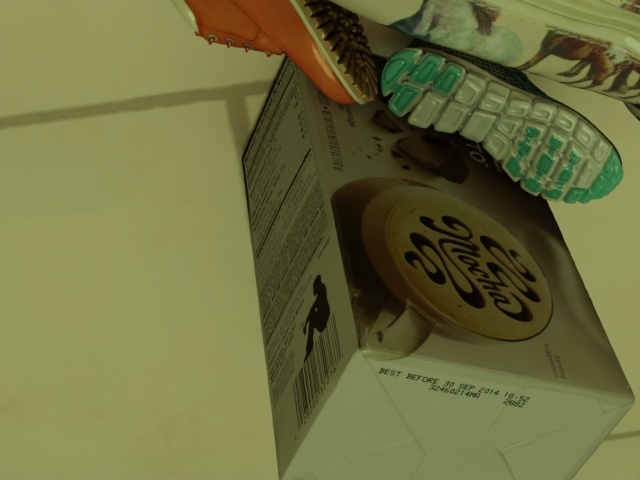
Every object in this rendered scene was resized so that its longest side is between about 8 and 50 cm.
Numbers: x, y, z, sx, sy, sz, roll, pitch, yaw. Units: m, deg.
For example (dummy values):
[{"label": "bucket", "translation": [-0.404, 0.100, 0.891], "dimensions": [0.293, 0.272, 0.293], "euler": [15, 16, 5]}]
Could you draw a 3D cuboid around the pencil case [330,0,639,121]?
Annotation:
[{"label": "pencil case", "translation": [0.076, -0.177, 0.601], "dimensions": [0.410, 0.184, 0.160], "euler": [14, 142, -23]}]

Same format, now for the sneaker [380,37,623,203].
[{"label": "sneaker", "translation": [0.122, -0.087, 0.711], "dimensions": [0.166, 0.076, 0.065], "euler": [31, 129, -4]}]

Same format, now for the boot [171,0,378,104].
[{"label": "boot", "translation": [-0.032, -0.137, 0.690], "dimensions": [0.084, 0.059, 0.158], "euler": [-35, 99, 29]}]

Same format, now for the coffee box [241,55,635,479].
[{"label": "coffee box", "translation": [0.054, 0.012, 0.705], "dimensions": [0.168, 0.297, 0.119], "euler": [13, 128, -19]}]
